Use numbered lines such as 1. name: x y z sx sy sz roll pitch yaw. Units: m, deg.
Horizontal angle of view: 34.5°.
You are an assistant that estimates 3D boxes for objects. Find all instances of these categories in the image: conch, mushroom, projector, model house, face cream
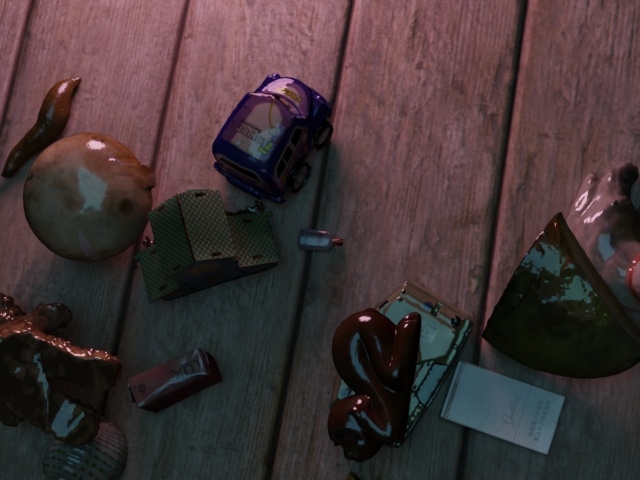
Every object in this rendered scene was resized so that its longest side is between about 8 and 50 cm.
1. conch: -0.423 0.397 1.853 0.135 0.102 0.153 38 85 -2
2. mushroom: -0.425 -0.078 1.912 0.254 0.184 0.255 -1 76 5
3. projector: 0.128 0.208 1.816 0.193 0.088 0.269 31 84 11
4. model house: -0.220 -0.007 1.854 0.271 0.206 0.178 -15 76 5
5. face cream: 0.000 0.000 1.915 0.083 0.021 0.040 5 78 10

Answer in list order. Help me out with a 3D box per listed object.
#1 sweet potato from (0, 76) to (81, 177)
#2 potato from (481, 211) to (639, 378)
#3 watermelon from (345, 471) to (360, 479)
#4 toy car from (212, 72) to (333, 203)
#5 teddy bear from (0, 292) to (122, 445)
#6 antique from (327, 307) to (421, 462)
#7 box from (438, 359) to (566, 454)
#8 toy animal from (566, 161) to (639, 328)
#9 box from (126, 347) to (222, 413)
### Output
1. sweet potato: -0.546 -0.221 2.029 0.069 0.059 0.249 31 87 34
2. potato: 0.430 0.132 1.719 0.255 0.112 0.269 31 117 13
3. watermelon: 0.034 0.499 1.771 0.092 0.075 0.181 32 85 18
4. toy car: -0.091 -0.202 1.904 0.172 0.158 0.235 28 82 14
5. teddy bear: -0.509 0.229 1.865 0.296 0.222 0.246 23 94 -4
6. antique: 0.081 0.238 1.711 0.143 0.121 0.257 6 79 11
7. box: 0.317 0.291 1.800 0.198 0.029 0.109 18 81 11
8. toy animal: 0.551 0.003 1.759 0.266 0.188 0.308 4 82 18
9. box: -0.261 0.253 1.852 0.156 0.111 0.060 -26 75 0
